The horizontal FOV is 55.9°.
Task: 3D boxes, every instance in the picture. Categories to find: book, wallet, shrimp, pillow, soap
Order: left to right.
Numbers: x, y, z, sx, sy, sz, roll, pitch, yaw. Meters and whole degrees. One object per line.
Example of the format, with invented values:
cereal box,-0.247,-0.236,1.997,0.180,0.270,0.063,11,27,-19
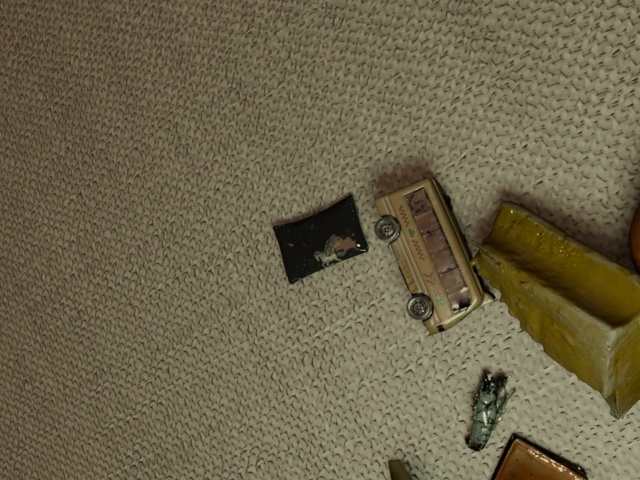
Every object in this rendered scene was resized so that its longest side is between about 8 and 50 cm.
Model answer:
pillow,0.000,0.000,1.324,0.208,0.055,0.141,-21,78,22
book,0.182,0.545,1.195,0.026,0.231,0.161,-10,88,-6
shrimp,0.336,0.347,1.196,0.082,0.076,0.174,13,99,-1
wallet,0.417,0.500,1.188,0.161,0.042,0.195,25,106,26
soap,0.438,0.126,1.104,0.169,0.304,0.339,-34,43,-12

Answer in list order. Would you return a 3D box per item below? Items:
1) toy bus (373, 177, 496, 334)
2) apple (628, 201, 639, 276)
toy bus,0.221,0.029,1.191,0.157,0.139,0.289,-24,80,17
apple,0.639,-0.002,0.959,0.302,0.301,0.301,1,94,23
